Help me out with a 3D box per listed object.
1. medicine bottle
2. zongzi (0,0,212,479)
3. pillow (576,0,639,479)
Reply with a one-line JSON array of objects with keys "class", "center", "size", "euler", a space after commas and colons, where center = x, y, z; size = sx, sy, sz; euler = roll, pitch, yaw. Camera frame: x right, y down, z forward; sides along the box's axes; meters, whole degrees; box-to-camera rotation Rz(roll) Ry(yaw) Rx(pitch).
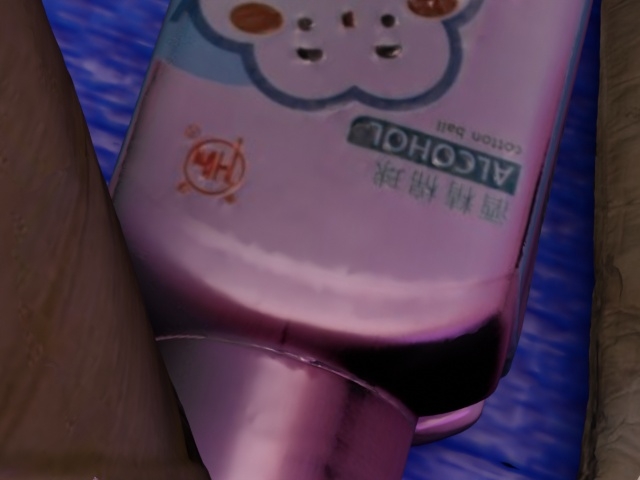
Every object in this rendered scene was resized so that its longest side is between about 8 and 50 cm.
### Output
[{"class": "medicine bottle", "center": [0.000, 0.000, 0.544], "size": [0.119, 0.094, 0.188], "euler": [16, 68, 1]}, {"class": "zongzi", "center": [-0.042, 0.111, 0.384], "size": [0.289, 0.317, 0.154], "euler": [46, 51, 10]}, {"class": "pillow", "center": [0.168, -0.032, 0.590], "size": [0.185, 0.075, 0.302], "euler": [8, 66, -8]}]
